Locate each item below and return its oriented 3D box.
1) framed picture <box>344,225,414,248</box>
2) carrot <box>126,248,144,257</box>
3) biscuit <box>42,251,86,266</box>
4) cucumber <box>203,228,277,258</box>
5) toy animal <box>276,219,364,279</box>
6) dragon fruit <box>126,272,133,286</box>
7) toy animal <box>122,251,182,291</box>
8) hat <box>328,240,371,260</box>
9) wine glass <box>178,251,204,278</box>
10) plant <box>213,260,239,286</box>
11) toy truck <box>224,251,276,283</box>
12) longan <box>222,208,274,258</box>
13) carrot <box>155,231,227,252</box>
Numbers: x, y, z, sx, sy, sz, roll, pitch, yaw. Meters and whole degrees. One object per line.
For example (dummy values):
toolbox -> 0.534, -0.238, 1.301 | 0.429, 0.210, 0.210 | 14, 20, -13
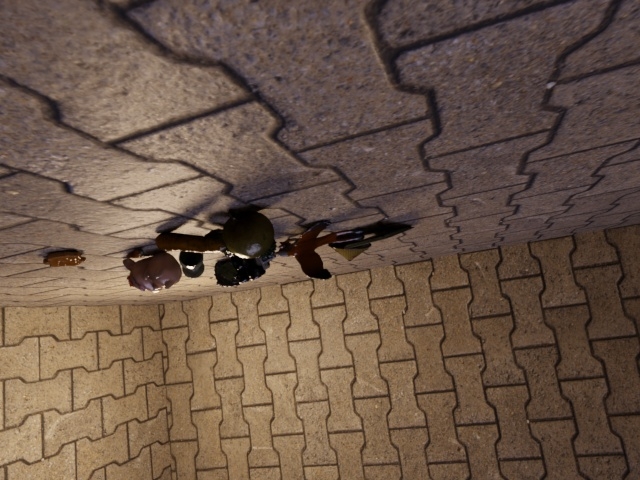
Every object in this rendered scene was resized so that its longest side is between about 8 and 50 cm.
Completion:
framed picture -> 0.255, -0.016, 1.922 | 0.217, 0.017, 0.274 | -15, -179, 36
carrot -> -0.697, 0.052, 1.686 | 0.035, 0.035, 0.142 | 1, 171, -41
biscuit -> -0.917, 0.066, 1.598 | 0.134, 0.027, 0.184 | -4, 168, -15
cucumber -> -0.290, 0.008, 1.576 | 0.097, 0.096, 0.360 | -13, 168, 28
toy animal -> -0.021, 0.000, 1.795 | 0.303, 0.224, 0.284 | 1, -163, 31
dragon fruit -> -0.865, 0.178, 2.125 | 0.086, 0.080, 0.116 | -13, -167, 18
toy animal -> -0.664, 0.126, 1.792 | 0.251, 0.166, 0.154 | -9, -148, 32
hat -> 0.130, 0.053, 1.998 | 0.193, 0.082, 0.193 | 1, -168, 0
wine glass -> -0.455, 0.054, 1.865 | 0.265, 0.096, 0.309 | -26, 175, -18
plant -> -0.457, 0.166, 2.224 | 0.143, 0.131, 0.203 | -3, 168, -9
toy truck -> -0.276, 0.071, 1.850 | 0.177, 0.160, 0.213 | -25, -176, -42
longan -> -0.220, -0.026, 1.342 | 0.155, 0.145, 0.176 | -28, 126, 6
carrot -> -0.404, 0.007, 1.399 | 0.315, 0.066, 0.066 | 2, 178, 36
